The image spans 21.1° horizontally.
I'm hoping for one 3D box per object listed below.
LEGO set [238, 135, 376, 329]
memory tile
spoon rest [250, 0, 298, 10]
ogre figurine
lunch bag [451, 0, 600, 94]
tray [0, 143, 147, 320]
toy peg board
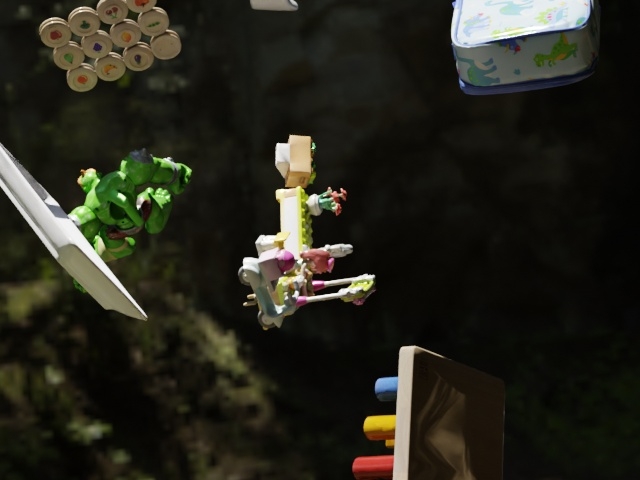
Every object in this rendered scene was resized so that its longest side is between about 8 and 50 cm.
[{"bbox_3d":[0.000,0.000,1.799,0.107,0.132,0.287,-9,30,15],"label":"LEGO set"},{"bbox_3d":[-0.248,-0.238,2.044,0.148,0.012,0.113,-21,-47,4],"label":"memory tile"},{"bbox_3d":[-0.054,-0.401,1.972,0.137,0.276,0.084,2,11,8],"label":"spoon rest"},{"bbox_3d":[-0.242,-0.038,2.099,0.197,0.097,0.118,-31,-31,-4],"label":"ogre figurine"},{"bbox_3d":[0.244,-0.258,2.058,0.176,0.219,0.090,-7,-58,13],"label":"lunch bag"},{"bbox_3d":[-0.284,-0.015,1.829,0.030,0.270,0.145,-42,-46,-3],"label":"tray"},{"bbox_3d":[0.087,0.188,1.500,0.079,0.161,0.161,-8,-19,33],"label":"toy peg board"}]
